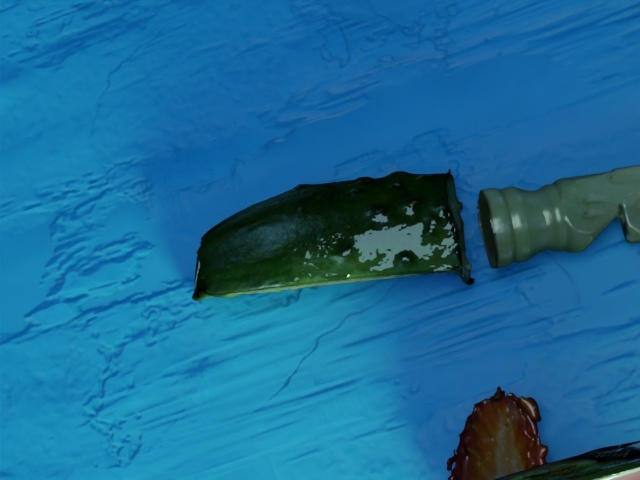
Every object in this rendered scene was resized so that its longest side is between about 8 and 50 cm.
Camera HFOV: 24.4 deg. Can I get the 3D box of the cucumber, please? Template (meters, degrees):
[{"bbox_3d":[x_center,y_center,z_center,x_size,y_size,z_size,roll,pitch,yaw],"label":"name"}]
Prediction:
[{"bbox_3d":[-0.001,-0.003,1.632,0.325,0.105,0.145,-8,77,14],"label":"cucumber"}]

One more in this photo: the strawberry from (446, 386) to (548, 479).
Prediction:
[{"bbox_3d":[0.188,0.255,1.546,0.121,0.082,0.188,11,66,-12],"label":"strawberry"}]

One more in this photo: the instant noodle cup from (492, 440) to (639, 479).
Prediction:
[{"bbox_3d":[0.281,0.331,1.399,0.244,0.244,0.255,-15,85,9],"label":"instant noodle cup"}]

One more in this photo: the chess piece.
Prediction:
[{"bbox_3d":[0.275,-0.030,1.589,0.200,0.090,0.090,-11,75,-1],"label":"chess piece"}]
